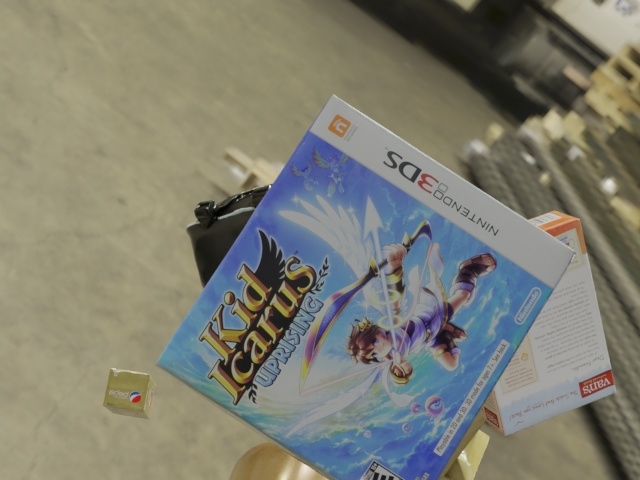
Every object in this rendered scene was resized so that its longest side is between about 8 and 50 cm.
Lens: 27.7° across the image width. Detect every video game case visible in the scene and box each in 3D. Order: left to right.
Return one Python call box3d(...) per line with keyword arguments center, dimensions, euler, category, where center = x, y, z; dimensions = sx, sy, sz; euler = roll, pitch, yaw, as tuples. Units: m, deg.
box3d(center=(0.038, 0.057, 1.079), dimensions=(0.244, 0.269, 0.061), euler=(33, -8, 0), category="video game case")

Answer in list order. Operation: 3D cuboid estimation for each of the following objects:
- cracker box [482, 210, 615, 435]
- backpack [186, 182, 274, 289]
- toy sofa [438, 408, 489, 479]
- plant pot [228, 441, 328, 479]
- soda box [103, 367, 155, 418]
box3d(center=(0.253, 0.099, 1.566), dimensions=(0.067, 0.156, 0.232), euler=(-150, -137, -69), category="cracker box")
box3d(center=(0.000, 0.000, 1.549), dimensions=(0.253, 0.225, 0.191), euler=(-28, 101, -49), category="backpack")
box3d(center=(0.245, 0.214, 2.032), dimensions=(0.177, 0.362, 0.150), euler=(31, 39, 3), category="toy sofa")
box3d(center=(-0.075, 0.482, 2.070), dimensions=(0.237, 0.237, 0.254), euler=(38, 27, -1), category="plant pot")
box3d(center=(-0.288, 0.233, 1.966), dimensions=(0.061, 0.058, 0.181), euler=(10, -12, -3), category="soda box")
